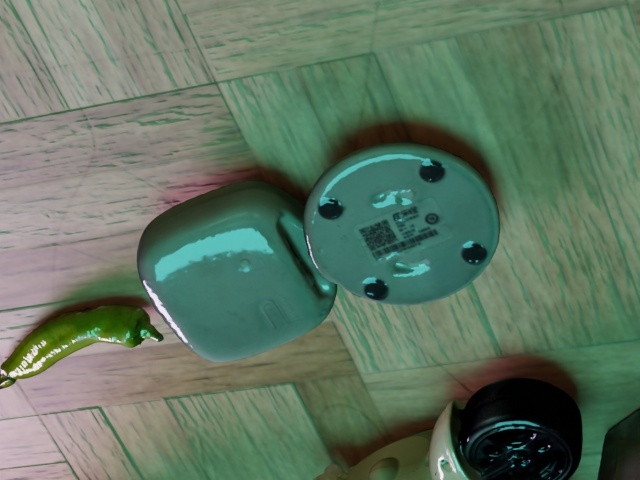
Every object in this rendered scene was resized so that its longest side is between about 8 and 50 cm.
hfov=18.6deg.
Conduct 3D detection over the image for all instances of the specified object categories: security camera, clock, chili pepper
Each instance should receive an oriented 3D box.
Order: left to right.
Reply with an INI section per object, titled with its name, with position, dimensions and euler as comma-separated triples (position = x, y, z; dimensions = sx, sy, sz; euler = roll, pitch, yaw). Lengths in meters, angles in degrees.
[chili pepper]
position = -0.231, 0.090, 1.760
dimensions = 0.208, 0.043, 0.049
euler = -17, 151, 34
[security camera]
position = 0.000, 0.000, 1.590
dimensions = 0.301, 0.080, 0.157
euler = -20, 122, 17
[clock]
position = 0.141, 0.282, 1.783
dimensions = 0.276, 0.120, 0.379
euler = -12, 128, 18

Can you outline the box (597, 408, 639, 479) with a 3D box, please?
[box]
position = 0.356, 0.194, 1.618
dimensions = 0.149, 0.155, 0.231
euler = 35, 132, -13
